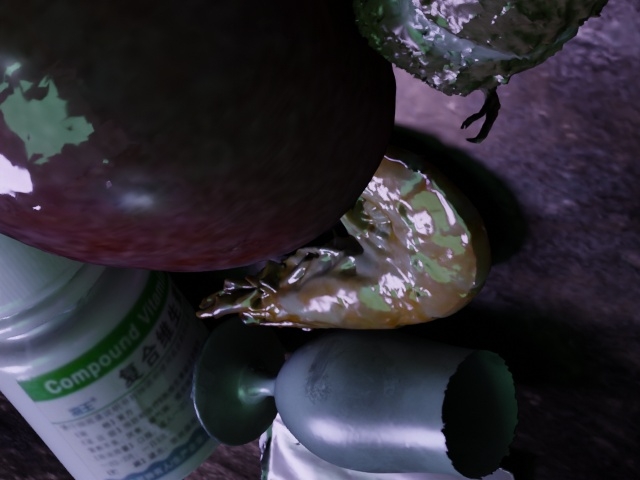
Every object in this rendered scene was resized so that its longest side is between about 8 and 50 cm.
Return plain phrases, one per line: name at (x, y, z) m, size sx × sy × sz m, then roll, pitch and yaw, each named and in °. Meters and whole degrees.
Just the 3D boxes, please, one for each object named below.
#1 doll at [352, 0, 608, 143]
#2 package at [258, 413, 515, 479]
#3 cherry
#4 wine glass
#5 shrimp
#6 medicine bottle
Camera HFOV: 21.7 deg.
doll at (0.079, -0.141, 0.646) m, size 0.221 × 0.105 × 0.115 m, roll 110°, pitch 144°, yaw -51°
package at (0.046, 0.202, 1.199) m, size 0.204 × 0.062 × 0.251 m, roll 21°, pitch 133°, yaw 21°
cherry at (-0.096, -0.094, 0.757) m, size 0.213 × 0.236 × 0.285 m, roll -41°, pitch 129°, yaw 19°
wine glass at (0.021, 0.097, 1.033) m, size 0.202 × 0.093 × 0.093 m, roll 4°, pitch 138°, yaw 43°
shrimp at (-0.002, 0.003, 0.963) m, size 0.236 × 0.053 × 0.133 m, roll -16°, pitch 126°, yaw 48°
medicine bottle at (-0.162, 0.049, 1.095) m, size 0.139 × 0.139 × 0.237 m, roll 2°, pitch 135°, yaw 41°
